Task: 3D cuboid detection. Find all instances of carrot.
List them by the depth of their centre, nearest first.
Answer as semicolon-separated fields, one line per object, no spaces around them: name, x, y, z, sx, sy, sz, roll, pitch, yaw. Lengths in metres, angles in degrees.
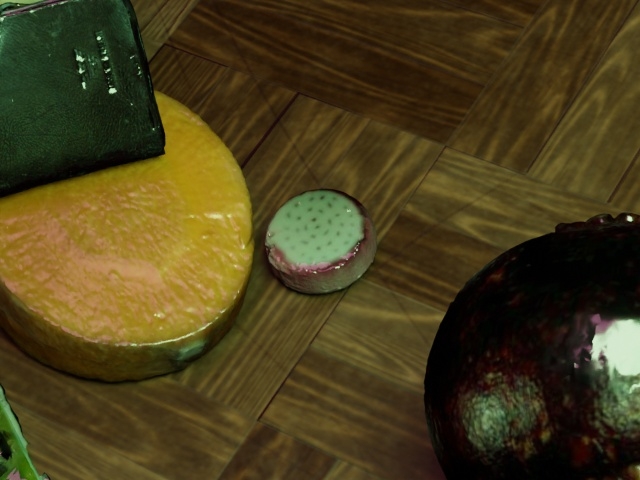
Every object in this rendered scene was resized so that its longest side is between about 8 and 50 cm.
carrot;-0.189;-0.005;1.495;0.258;0.100;0.307;-29;61;-14

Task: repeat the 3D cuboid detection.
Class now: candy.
candy;0.000;0.000;1.476;0.103;0.043;0.103;-5;53;7

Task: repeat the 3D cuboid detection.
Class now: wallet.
wallet;-0.302;-0.110;1.421;0.318;0.172;0.045;-15;24;-8

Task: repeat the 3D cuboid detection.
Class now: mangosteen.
mangosteen;0.230;0.134;1.201;0.297;0.313;0.297;-23;11;5

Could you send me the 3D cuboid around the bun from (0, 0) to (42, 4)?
bun;-0.360;-0.216;1.571;0.365;0.219;0.365;-13;20;5

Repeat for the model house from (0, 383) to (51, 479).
model house;-0.386;0.137;1.283;0.242;0.313;0.358;-28;55;-8
